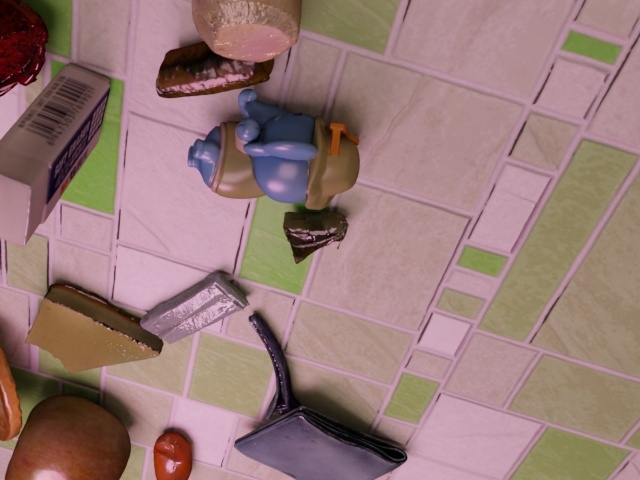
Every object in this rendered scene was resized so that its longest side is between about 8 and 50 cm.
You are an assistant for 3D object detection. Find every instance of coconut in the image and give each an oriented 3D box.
[{"bbox_3d":[-0.091,-0.320,1.024,0.147,0.153,0.147,1,170,0],"label":"coconut"}]

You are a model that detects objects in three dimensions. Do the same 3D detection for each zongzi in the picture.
[{"bbox_3d":[0.000,0.000,1.333,0.109,0.055,0.119,-1,141,12],"label":"zongzi"}]

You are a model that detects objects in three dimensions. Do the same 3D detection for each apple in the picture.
[{"bbox_3d":[-0.536,0.465,1.719,0.233,0.257,0.257,27,130,-15],"label":"apple"}]

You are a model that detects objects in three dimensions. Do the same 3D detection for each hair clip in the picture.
[{"bbox_3d":[-0.089,0.246,1.570,0.083,0.048,0.275,-1,125,12],"label":"hair clip"}]

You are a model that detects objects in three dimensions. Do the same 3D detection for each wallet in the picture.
[{"bbox_3d":[-0.003,0.450,1.680,0.290,0.054,0.251,30,134,-25],"label":"wallet"}]

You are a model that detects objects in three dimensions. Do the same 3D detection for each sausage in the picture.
[{"bbox_3d":[-0.333,0.496,1.813,0.089,0.089,0.179,11,128,4],"label":"sausage"}]

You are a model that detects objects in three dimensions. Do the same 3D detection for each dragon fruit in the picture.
[{"bbox_3d":[-0.473,-0.302,1.181,0.161,0.120,0.127,-25,80,2],"label":"dragon fruit"}]

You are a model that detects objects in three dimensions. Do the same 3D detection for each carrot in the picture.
[{"bbox_3d":[-0.151,-0.248,1.139,0.173,0.082,0.082,-5,128,18],"label":"carrot"}]

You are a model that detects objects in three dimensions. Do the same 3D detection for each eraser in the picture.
[{"bbox_3d":[-0.395,-0.131,1.162,0.081,0.279,0.124,22,132,-6],"label":"eraser"}]

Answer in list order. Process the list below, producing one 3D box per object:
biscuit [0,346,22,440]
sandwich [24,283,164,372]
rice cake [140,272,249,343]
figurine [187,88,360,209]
[{"bbox_3d":[-0.681,0.314,1.693,0.204,0.040,0.309,47,139,27],"label":"biscuit"},{"bbox_3d":[-0.454,0.201,1.607,0.244,0.063,0.212,30,133,-11],"label":"sandwich"},{"bbox_3d":[-0.238,0.131,1.504,0.226,0.040,0.085,-28,119,31],"label":"rice cake"},{"bbox_3d":[-0.072,-0.125,1.178,0.261,0.154,0.180,7,145,1],"label":"figurine"}]
